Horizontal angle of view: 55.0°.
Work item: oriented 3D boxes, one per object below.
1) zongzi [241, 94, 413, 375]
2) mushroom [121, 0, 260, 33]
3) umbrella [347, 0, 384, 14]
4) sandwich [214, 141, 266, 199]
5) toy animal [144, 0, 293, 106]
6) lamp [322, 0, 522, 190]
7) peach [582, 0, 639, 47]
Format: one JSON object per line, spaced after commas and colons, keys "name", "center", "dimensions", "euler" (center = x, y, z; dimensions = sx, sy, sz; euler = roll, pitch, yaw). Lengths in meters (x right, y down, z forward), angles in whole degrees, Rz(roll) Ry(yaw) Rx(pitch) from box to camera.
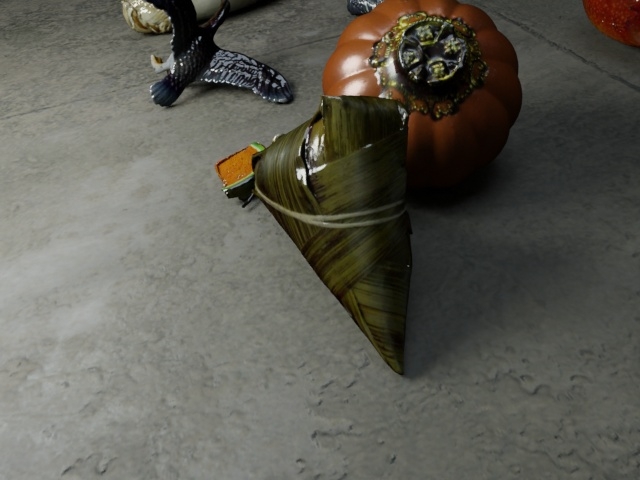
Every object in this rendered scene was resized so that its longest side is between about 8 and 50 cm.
{"name": "zongzi", "center": [0.000, 0.000, 0.616], "dimensions": [0.111, 0.241, 0.248], "euler": [-3, -2, -26]}
{"name": "mushroom", "center": [-0.194, -0.503, 1.182], "dimensions": [0.177, 0.126, 0.397], "euler": [20, 46, 41]}
{"name": "umbrella", "center": [0.135, -0.415, 1.089], "dimensions": [0.188, 0.046, 0.050], "euler": [18, 89, 26]}
{"name": "sandwich", "center": [-0.092, -0.086, 0.756], "dimensions": [0.069, 0.026, 0.101], "euler": [-18, 38, -6]}
{"name": "toy animal", "center": [-0.193, -0.299, 0.924], "dimensions": [0.160, 0.272, 0.197], "euler": [-33, 39, 26]}
{"name": "lamp", "center": [0.112, -0.166, 0.689], "dimensions": [0.223, 0.196, 0.223], "euler": [-1, 79, 3]}
{"name": "peach", "center": [0.502, -0.391, 0.897], "dimensions": [0.231, 0.231, 0.231], "euler": [-4, 41, 3]}
